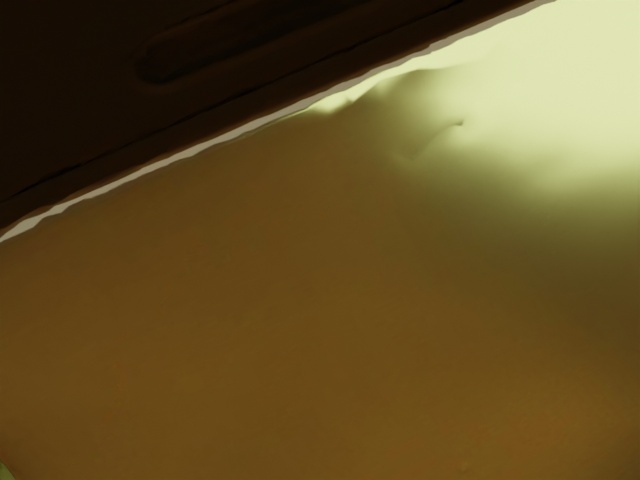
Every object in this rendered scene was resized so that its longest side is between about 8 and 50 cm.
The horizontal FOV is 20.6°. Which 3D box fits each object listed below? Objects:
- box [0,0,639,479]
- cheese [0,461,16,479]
[{"bbox_3d":[0.022,-0.002,0.632,0.239,0.229,0.339,-22,136,4],"label":"box"},{"bbox_3d":[-0.235,0.129,0.737,0.218,0.235,0.117,14,131,20],"label":"cheese"}]
